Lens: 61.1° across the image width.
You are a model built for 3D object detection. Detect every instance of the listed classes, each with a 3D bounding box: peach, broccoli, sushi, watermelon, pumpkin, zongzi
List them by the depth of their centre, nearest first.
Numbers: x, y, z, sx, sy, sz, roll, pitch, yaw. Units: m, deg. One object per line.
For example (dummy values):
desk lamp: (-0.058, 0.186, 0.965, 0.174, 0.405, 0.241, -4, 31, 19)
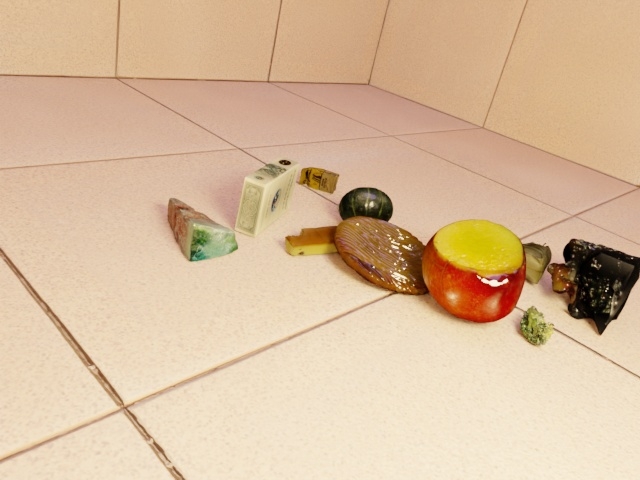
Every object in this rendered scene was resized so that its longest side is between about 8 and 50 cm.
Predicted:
broccoli: (0.522, 0.200, 1.312, 0.097, 0.091, 0.095, -28, 31, -29)
peach: (0.381, 0.083, 1.313, 0.249, 0.245, 0.274, -26, 19, 12)
watermelon: (-0.326, -0.042, 1.417, 0.154, 0.094, 0.241, -3, 27, -45)
sushi: (0.744, 0.093, 1.486, 0.213, 0.215, 0.227, 29, 31, 30)
pumpkin: (0.141, -0.097, 1.663, 0.167, 0.167, 0.125, 6, 57, -15)
zongzi: (0.598, 0.042, 1.673, 0.205, 0.094, 0.205, 17, 21, 27)

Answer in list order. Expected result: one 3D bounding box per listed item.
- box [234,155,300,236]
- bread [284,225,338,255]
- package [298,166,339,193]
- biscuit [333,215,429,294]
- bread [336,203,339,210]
box: (-0.151, -0.132, 1.571, 0.069, 0.164, 0.256, 21, 27, 11)
bread: (0.000, 0.000, 1.509, 0.226, 0.049, 0.088, -4, 33, -32)
package: (-0.005, -0.216, 1.916, 0.131, 0.070, 0.047, 15, 32, 8)
biscuit: (0.185, 0.033, 1.480, 0.318, 0.040, 0.317, 19, 31, -12)
bread: (0.103, -0.105, 1.786, 0.070, 0.035, 0.083, 32, 29, 31)
